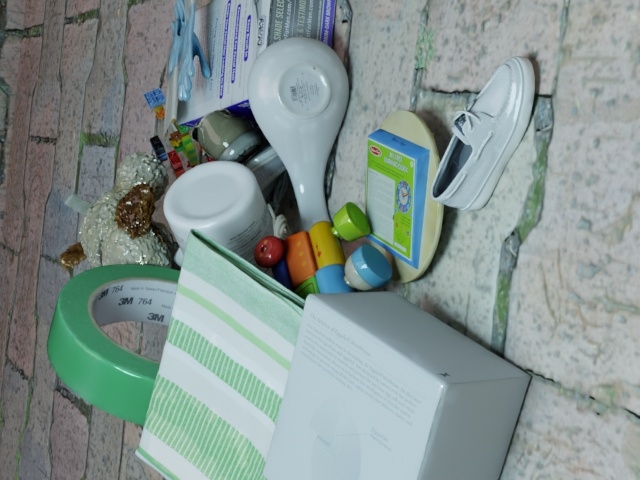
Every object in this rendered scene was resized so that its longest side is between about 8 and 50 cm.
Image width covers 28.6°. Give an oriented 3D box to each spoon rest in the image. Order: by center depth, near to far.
[{"bbox_3d":[-0.020,-0.133,1.679,0.084,0.137,0.276,-178,81,-81],"label":"spoon rest"}]

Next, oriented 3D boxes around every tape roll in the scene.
[{"bbox_3d":[-0.221,0.146,1.780,0.321,0.321,0.077,54,131,53],"label":"tape roll"}]

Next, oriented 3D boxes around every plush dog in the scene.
[{"bbox_3d":[-0.303,0.013,2.006,0.225,0.210,0.262,31,140,65],"label":"plush dog"}]

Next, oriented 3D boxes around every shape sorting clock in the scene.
[{"bbox_3d":[0.099,-0.052,1.497,0.206,0.040,0.206,175,90,-70],"label":"shape sorting clock"}]

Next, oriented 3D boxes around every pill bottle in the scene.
[{"bbox_3d":[-0.120,0.013,1.727,0.131,0.131,0.229,-116,5,-46],"label":"pill bottle"}]

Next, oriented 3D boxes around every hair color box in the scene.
[{"bbox_3d":[-0.102,-0.274,1.869,0.339,0.110,0.185,-6,78,64],"label":"hair color box"}]

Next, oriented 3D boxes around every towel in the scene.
[{"bbox_3d":[-0.115,0.184,1.523,0.248,0.038,0.325,32,117,34],"label":"towel"}]

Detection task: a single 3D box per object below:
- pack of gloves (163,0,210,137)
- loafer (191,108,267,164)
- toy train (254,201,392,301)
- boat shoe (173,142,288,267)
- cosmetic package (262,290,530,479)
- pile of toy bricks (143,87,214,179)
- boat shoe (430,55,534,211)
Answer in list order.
[{"bbox_3d":[-0.197,-0.295,1.921,0.195,0.046,0.232,132,142,-66],"label":"pack of gloves"},{"bbox_3d":[-0.133,-0.153,1.826,0.094,0.087,0.251,-42,3,-3],"label":"loafer"},{"bbox_3d":[0.000,0.000,1.558,0.143,0.105,0.248,-38,43,23],"label":"toy train"},{"bbox_3d":[-0.115,-0.033,1.865,0.103,0.118,0.320,42,134,3],"label":"boat shoe"},{"bbox_3d":[0.075,0.198,1.343,0.224,0.138,0.225,32,115,45],"label":"cosmetic package"},{"bbox_3d":[-0.228,-0.169,2.123,0.105,0.118,0.212,77,166,-52],"label":"pile of toy bricks"},{"bbox_3d":[0.169,-0.115,1.347,0.184,0.063,0.066,-65,32,33],"label":"boat shoe"}]
